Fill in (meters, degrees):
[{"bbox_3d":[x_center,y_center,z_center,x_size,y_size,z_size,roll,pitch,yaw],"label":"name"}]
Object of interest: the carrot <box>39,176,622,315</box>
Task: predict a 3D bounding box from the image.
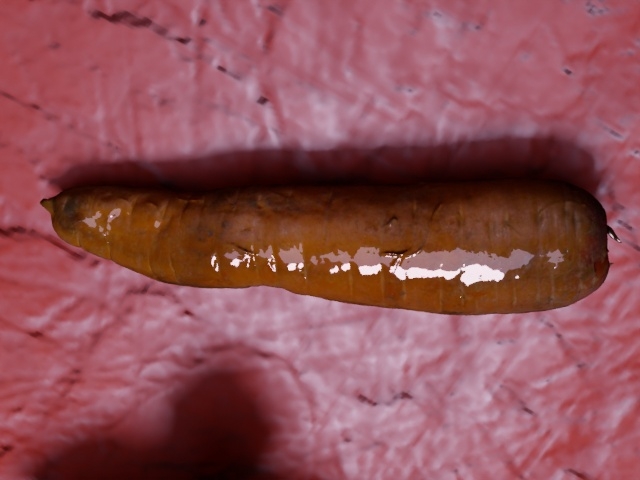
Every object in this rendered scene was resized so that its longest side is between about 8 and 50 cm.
[{"bbox_3d":[0.000,0.000,0.508,0.248,0.059,0.059,2,111,6],"label":"carrot"}]
